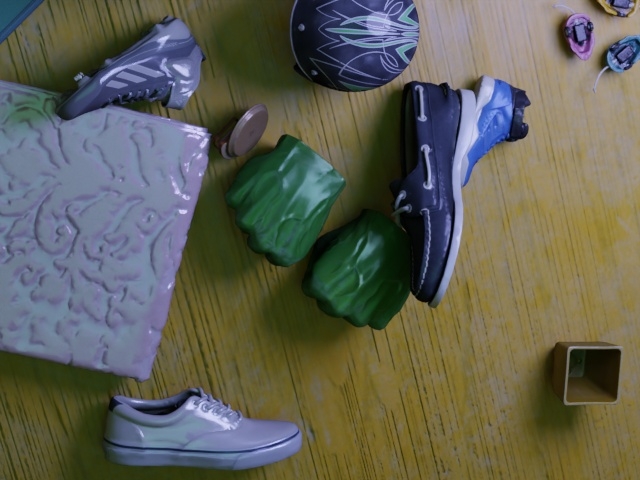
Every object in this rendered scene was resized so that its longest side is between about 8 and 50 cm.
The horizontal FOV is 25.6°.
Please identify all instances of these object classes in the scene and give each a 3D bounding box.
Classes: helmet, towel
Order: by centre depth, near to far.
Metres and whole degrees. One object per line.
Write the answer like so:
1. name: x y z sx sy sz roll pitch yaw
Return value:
1. helmet: 0.038 -0.259 1.724 0.169 0.161 0.169 -2 100 -13
2. towel: -0.323 -0.014 1.737 0.317 0.053 0.332 14 96 -15

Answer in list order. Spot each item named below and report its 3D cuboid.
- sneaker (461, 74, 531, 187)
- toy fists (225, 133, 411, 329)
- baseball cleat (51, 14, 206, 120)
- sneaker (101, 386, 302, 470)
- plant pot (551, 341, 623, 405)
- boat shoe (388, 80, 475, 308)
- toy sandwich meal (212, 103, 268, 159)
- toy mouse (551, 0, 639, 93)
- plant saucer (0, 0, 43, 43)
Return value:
1. sneaker: 0.228 -0.133 1.847 0.084 0.058 0.152 17 89 -7
2. toy fists: 0.000 0.000 1.797 0.279 0.096 0.142 42 73 -17
3. baseball cleat: -0.219 -0.186 1.694 0.206 0.072 0.109 -42 102 -24
4. sneaker: -0.149 0.238 1.802 0.258 0.094 0.091 0 104 -13
5. plant pot: 0.356 0.174 1.919 0.081 0.083 0.081 1 100 -13
6. boat shoe: 0.130 -0.062 1.773 0.091 0.114 0.303 12 62 -10
7. toy sandwich meal: -0.099 -0.140 1.766 0.029 0.085 0.086 34 91 18
8. toy mouse: 0.374 -0.267 1.873 0.161 0.031 0.143 6 98 -14
9. plant saucer: -0.396 -0.272 1.691 0.192 0.018 0.067 -46 107 -3
